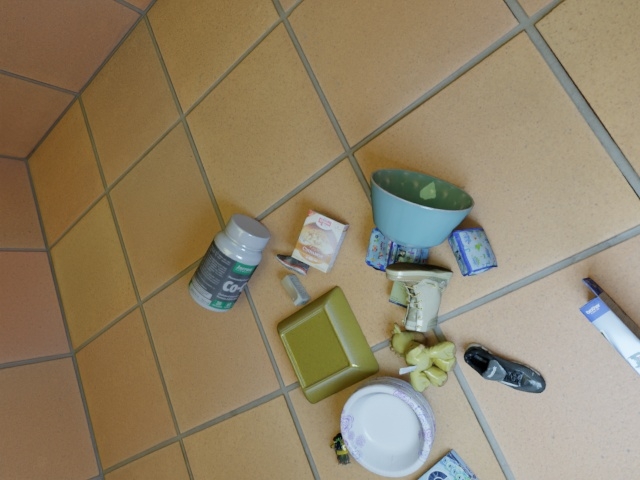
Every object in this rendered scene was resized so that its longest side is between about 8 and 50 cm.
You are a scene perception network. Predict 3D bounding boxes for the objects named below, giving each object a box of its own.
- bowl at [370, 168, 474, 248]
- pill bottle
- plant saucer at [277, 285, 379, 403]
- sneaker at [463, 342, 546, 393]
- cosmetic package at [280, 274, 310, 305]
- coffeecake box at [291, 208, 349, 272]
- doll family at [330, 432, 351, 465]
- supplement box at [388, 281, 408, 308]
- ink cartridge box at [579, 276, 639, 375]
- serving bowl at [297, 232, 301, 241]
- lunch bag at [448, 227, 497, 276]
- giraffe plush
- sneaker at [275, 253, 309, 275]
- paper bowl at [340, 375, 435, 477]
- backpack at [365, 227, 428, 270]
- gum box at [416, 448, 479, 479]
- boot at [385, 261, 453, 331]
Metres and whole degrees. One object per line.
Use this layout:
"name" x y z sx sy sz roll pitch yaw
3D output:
"bowl" 0.280 -0.085 1.393 0.312 0.312 0.163 30 120 31
"pill bottle" -0.357 0.087 1.837 0.204 0.204 0.361 43 111 27
"plant saucer" -0.004 0.382 1.668 0.333 0.081 0.332 -36 69 28
"sneaker" 0.508 0.370 1.315 0.234 0.106 0.078 24 102 32
"cosmetic package" -0.094 0.185 1.746 0.041 0.060 0.115 -45 64 24
"coffeecake box" 0.000 0.000 1.668 0.142 0.068 0.185 25 102 16
"doll family" 0.104 0.701 1.592 0.193 0.076 0.111 -23 71 25
"supplement box" 0.277 0.171 1.504 0.083 0.056 0.083 19 98 32
"ink cartridge box" 0.734 0.226 1.124 0.065 0.186 0.311 -44 65 26
"serving bowl" -0.043 0.001 1.734 0.084 0.027 0.083 2 96 19
"lunch bag" 0.436 0.034 1.349 0.096 0.151 0.128 -26 75 29
"giraffe plush" 0.290 0.345 1.441 0.170 0.210 0.181 48 121 58
"sneaker" -0.101 0.079 1.769 0.158 0.061 0.064 25 75 31
"paper bowl" 0.216 0.568 1.457 0.285 0.148 0.284 2 94 22
"backpack" 0.249 0.037 1.494 0.173 0.117 0.158 20 98 31
"gum box" 0.391 0.758 1.415 0.157 0.041 0.184 48 113 26
"boot" 0.278 0.171 1.389 0.095 0.262 0.203 23 103 48
